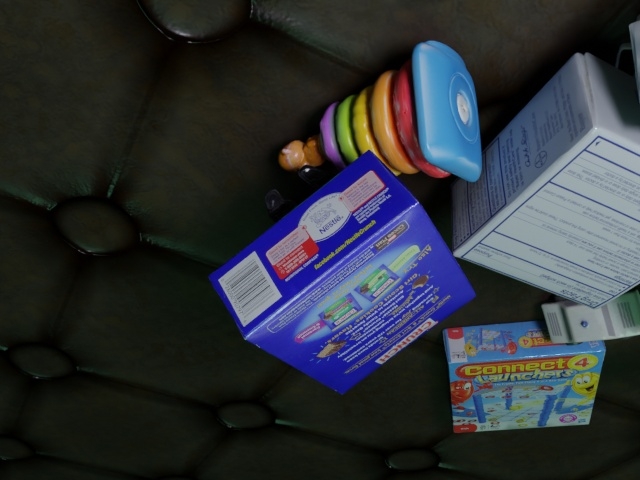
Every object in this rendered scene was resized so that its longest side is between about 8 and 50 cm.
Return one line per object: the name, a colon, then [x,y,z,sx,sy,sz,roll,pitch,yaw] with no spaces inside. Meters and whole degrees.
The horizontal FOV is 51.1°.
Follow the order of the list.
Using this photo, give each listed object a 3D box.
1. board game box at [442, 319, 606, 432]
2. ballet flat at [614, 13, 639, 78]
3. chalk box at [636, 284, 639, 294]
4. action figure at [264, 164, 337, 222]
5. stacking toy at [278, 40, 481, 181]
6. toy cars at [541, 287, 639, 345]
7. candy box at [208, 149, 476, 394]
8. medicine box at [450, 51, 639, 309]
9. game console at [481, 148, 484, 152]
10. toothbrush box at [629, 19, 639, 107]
board game box: [0.427,0.296,1.440,0.308,0.086,0.302,-7,137,9]
ballet flat: [0.434,-0.248,0.870,0.079,0.077,0.222,23,137,6]
chalk box: [0.640,0.003,1.050,0.288,0.180,0.179,-18,134,19]
action figure: [0.000,0.000,1.043,0.164,0.141,0.276,-34,158,-4]
stacking toy: [0.064,-0.147,0.943,0.301,0.166,0.175,-11,167,34]
toy cars: [0.569,0.194,1.179,0.393,0.087,0.177,32,119,28]
candy box: [0.047,0.064,0.935,0.268,0.122,0.317,-38,144,4]
medicine box: [0.367,-0.063,0.923,0.263,0.149,0.289,20,140,-17]
game console: [0.290,-0.092,1.080,0.122,0.071,0.107,5,167,-2]
toothbrush box: [0.520,-0.194,0.730,0.295,0.126,0.216,2,170,-36]
